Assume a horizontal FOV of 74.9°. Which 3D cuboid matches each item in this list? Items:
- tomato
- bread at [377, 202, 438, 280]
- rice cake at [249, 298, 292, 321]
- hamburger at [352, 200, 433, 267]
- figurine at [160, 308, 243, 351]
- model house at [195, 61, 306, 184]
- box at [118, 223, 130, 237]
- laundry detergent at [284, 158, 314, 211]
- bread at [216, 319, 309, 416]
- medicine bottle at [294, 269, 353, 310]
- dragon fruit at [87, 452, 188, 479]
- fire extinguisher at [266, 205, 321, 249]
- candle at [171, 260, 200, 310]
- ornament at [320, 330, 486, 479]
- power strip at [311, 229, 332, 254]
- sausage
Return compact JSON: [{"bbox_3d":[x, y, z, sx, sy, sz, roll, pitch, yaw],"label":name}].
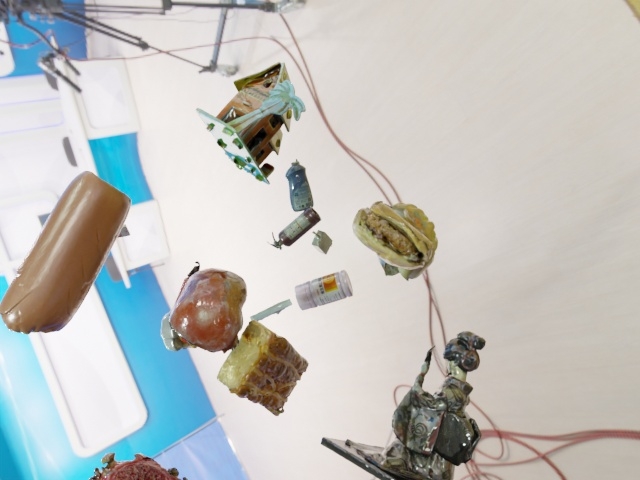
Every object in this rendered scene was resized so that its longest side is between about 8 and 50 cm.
[{"bbox_3d":[-0.246,0.147,1.000,0.155,0.180,0.214,-60,19,13],"label":"tomato"},{"bbox_3d":[0.340,0.000,1.653,0.333,0.159,0.334,175,90,-69],"label":"bread"},{"bbox_3d":[-0.199,0.291,1.704,0.030,0.180,0.042,95,150,-78],"label":"rice cake"},{"bbox_3d":[0.218,-0.011,1.268,0.259,0.283,0.145,45,98,18],"label":"hamburger"},{"bbox_3d":[-0.360,0.251,1.266,0.176,0.236,0.133,36,-145,-72],"label":"figurine"},{"bbox_3d":[-0.151,-0.385,1.388,0.340,0.324,0.300,32,167,27],"label":"model house"},{"bbox_3d":[-0.601,-0.022,1.210,0.046,0.083,0.012,97,156,-54],"label":"box"},{"bbox_3d":[-0.088,-0.223,1.678,0.061,0.096,0.207,-116,15,-72],"label":"laundry detergent"},{"bbox_3d":[-0.142,0.346,1.117,0.114,0.185,0.275,20,156,29],"label":"bread"},{"bbox_3d":[0.017,0.230,1.929,0.133,0.249,0.134,-18,-90,-80],"label":"medicine bottle"},{"bbox_3d":[-0.376,0.530,0.832,0.210,0.282,0.147,30,97,17],"label":"dragon fruit"},{"bbox_3d":[-0.109,-0.044,1.614,0.231,0.071,0.099,-38,60,12],"label":"fire extinguisher"},{"bbox_3d":[-0.460,0.217,1.426,0.059,0.084,0.302,13,83,47],"label":"candle"},{"bbox_3d":[0.138,0.201,0.525,0.153,0.196,0.166,11,162,43],"label":"ornament"},{"bbox_3d":[0.000,0.000,1.800,0.042,0.075,0.175,19,166,27],"label":"power strip"},{"bbox_3d":[-0.464,0.026,0.771,0.121,0.121,0.305,1,65,54],"label":"sausage"}]
